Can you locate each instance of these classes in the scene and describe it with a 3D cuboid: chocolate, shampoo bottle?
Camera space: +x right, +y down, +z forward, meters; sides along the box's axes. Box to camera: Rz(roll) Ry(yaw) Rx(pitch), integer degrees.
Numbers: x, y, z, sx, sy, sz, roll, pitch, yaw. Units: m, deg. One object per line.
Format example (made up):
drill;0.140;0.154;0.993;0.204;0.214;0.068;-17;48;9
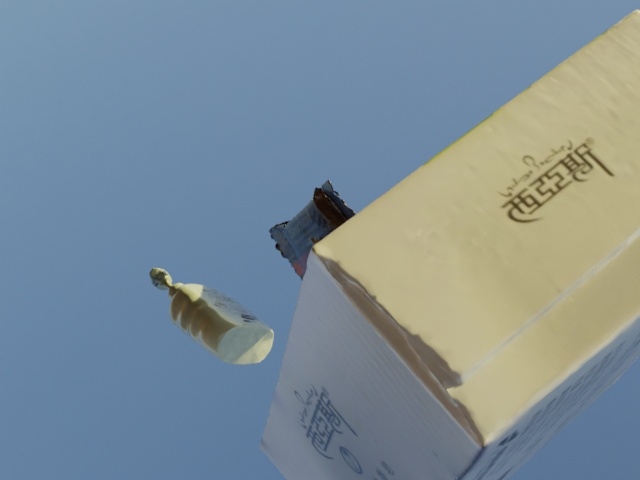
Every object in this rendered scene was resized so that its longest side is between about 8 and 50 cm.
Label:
chocolate;0.000;0.000;1.205;0.028;0.086;0.182;-38;-178;-22
shampoo bottle;-0.114;0.069;1.244;0.152;0.077;0.045;30;-74;44

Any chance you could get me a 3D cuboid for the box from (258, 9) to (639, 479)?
box;0.083;0.043;0.609;0.194;0.260;0.111;-35;-109;-23
